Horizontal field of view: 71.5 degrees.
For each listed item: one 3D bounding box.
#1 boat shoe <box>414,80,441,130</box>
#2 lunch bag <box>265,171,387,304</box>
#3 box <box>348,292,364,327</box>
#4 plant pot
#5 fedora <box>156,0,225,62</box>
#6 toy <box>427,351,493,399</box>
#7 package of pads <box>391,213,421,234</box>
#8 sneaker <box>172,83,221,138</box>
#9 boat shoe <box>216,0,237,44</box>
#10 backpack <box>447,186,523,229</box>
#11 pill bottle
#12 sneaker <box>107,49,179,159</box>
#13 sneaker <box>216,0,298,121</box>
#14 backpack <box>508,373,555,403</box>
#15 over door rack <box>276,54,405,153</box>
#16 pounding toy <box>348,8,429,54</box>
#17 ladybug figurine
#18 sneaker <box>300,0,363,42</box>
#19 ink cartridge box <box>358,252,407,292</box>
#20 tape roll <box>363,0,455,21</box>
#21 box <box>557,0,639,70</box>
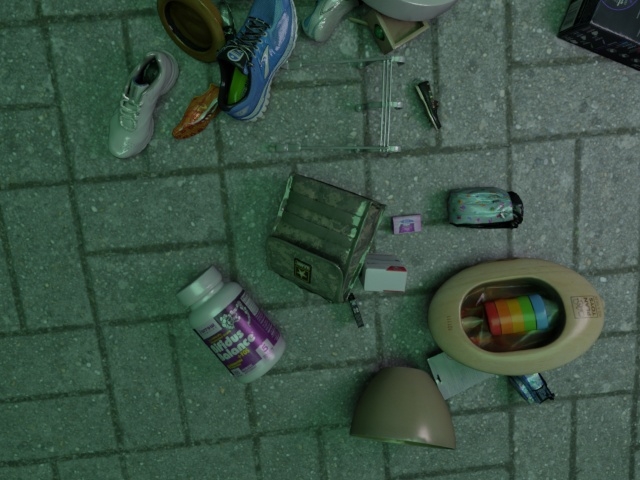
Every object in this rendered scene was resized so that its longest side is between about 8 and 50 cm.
[{"bbox_3d":[0.295,-0.359,1.186,0.041,0.049,0.133,-24,96,9],"label":"boat shoe"},{"bbox_3d":[0.000,0.000,1.140,0.235,0.169,0.287,23,100,22],"label":"lunch bag"},{"bbox_3d":[0.099,0.198,1.263,0.018,0.067,0.084,-19,100,0],"label":"box"},{"bbox_3d":[0.232,0.461,1.240,0.283,0.284,0.191,11,65,-5],"label":"plant pot"},{"bbox_3d":[-0.302,-0.537,1.086,0.194,0.194,0.079,36,59,-9],"label":"fedora"},{"bbox_3d":[0.436,0.355,1.317,0.237,0.056,0.137,-23,97,-4],"label":"toy"},{"bbox_3d":[0.241,-0.046,1.246,0.083,0.032,0.050,-6,99,-2],"label":"package of pads"},{"bbox_3d":[-0.320,-0.332,1.157,0.175,0.064,0.067,-43,80,-1],"label":"sneaker"},{"bbox_3d":[-0.236,-0.540,1.127,0.046,0.038,0.125,-7,100,-2],"label":"boat shoe"},{"bbox_3d":[0.438,-0.088,1.206,0.181,0.152,0.115,-1,95,9],"label":"backpack"},{"bbox_3d":[-0.244,0.220,1.195,0.169,0.169,0.302,-37,100,3],"label":"pill bottle"},{"bbox_3d":[-0.459,-0.342,1.104,0.110,0.129,0.297,24,99,-9],"label":"sneaker"},{"bbox_3d":[-0.158,-0.446,1.059,0.129,0.147,0.330,26,108,14],"label":"sneaker"},{"bbox_3d":[0.611,0.415,1.312,0.084,0.105,0.114,-30,100,3],"label":"backpack"},{"bbox_3d":[0.052,-0.349,1.155,0.323,0.108,0.240,3,100,11],"label":"over door rack"},{"bbox_3d":[0.171,-0.554,1.131,0.141,0.100,0.130,-33,106,-3],"label":"pounding toy"},{"bbox_3d":[0.519,0.206,1.208,0.448,0.162,0.306,-6,74,11],"label":"ladybug figurine"},{"bbox_3d":[0.044,-0.604,1.115,0.086,0.085,0.237,43,88,17],"label":"sneaker"},{"bbox_3d":[0.162,0.084,1.205,0.109,0.150,0.063,3,104,-4],"label":"ink cartridge box"},{"bbox_3d":[0.200,-0.717,1.043,0.391,0.072,0.393,2,84,-17],"label":"tape roll"},{"bbox_3d":[0.788,-0.565,1.131,0.270,0.143,0.166,19,100,-7],"label":"box"}]
